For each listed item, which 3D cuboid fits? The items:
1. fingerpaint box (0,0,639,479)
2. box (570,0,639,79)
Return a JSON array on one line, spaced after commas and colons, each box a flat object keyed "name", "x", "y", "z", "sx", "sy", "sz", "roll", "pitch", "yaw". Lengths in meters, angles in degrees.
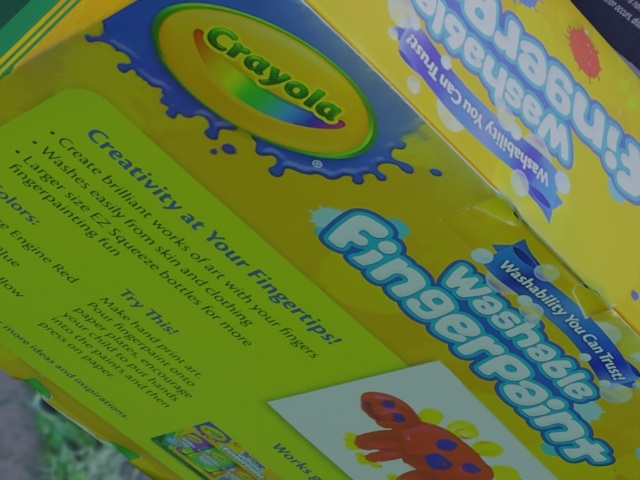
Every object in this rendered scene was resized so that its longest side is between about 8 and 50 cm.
[{"name": "fingerpaint box", "x": 0.000, "y": 0.000, "z": 0.918, "sx": 0.371, "sy": 0.163, "sz": 0.445, "roll": -22, "pitch": 128, "yaw": 40}, {"name": "box", "x": 0.412, "y": -0.125, "z": 1.040, "sx": 0.395, "sy": 0.212, "sz": 0.293, "roll": -36, "pitch": 119, "yaw": 5}]
